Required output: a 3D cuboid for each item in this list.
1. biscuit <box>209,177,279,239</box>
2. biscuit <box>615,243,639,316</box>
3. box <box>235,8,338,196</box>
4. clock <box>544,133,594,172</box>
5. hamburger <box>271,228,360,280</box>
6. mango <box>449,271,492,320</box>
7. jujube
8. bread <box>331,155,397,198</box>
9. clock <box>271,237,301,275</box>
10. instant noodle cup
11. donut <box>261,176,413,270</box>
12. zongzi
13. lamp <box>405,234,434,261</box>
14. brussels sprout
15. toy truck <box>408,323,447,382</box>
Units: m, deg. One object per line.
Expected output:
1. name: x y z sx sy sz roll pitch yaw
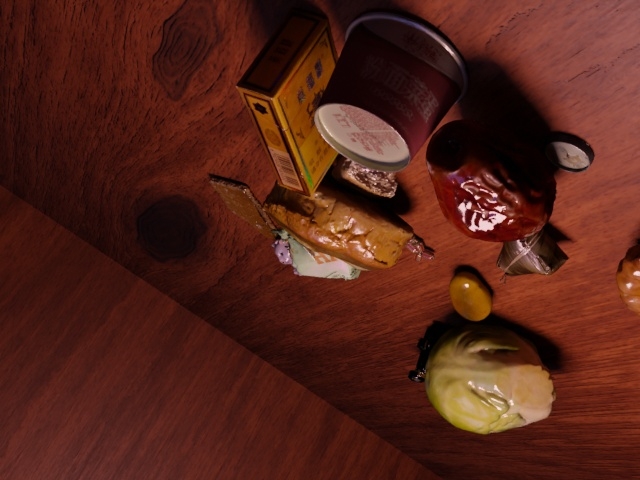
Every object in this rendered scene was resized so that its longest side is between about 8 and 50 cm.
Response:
1. biscuit: -0.202 -0.087 2.436 0.131 0.026 0.237 18 156 34
2. biscuit: 0.683 0.095 1.571 0.326 0.107 0.326 30 160 12
3. box: -0.036 -0.245 1.647 0.084 0.193 0.301 20 156 24
4. clock: 0.417 -0.146 1.510 0.085 0.017 0.085 27 158 12
5. hamburger: -0.004 0.000 2.239 0.235 0.125 0.214 18 149 21
6. mango: 0.352 0.127 2.110 0.103 0.076 0.161 22 154 33
7. jujube: 0.290 -0.102 1.527 0.197 0.197 0.290 11 168 41
8. bread: 0.094 -0.142 1.863 0.125 0.082 0.106 27 175 -21
9. clock: -0.062 0.032 2.435 0.117 0.080 0.176 39 159 -17
10. instant noodle cup: 0.109 -0.237 1.500 0.235 0.178 0.235 25 158 11
11. donut: 0.031 -0.044 1.939 0.330 0.160 0.330 28 180 0
12. zongzi: 0.380 -0.006 1.798 0.184 0.084 0.187 50 160 -7
13. lamp: 0.226 0.016 2.098 0.083 0.031 0.063 44 153 -22
14. brussels sprout: 0.418 0.332 2.230 0.344 0.344 0.268 -2 106 54
15. toy truck: 0.332 0.330 2.519 0.127 0.127 0.257 17 159 -3
